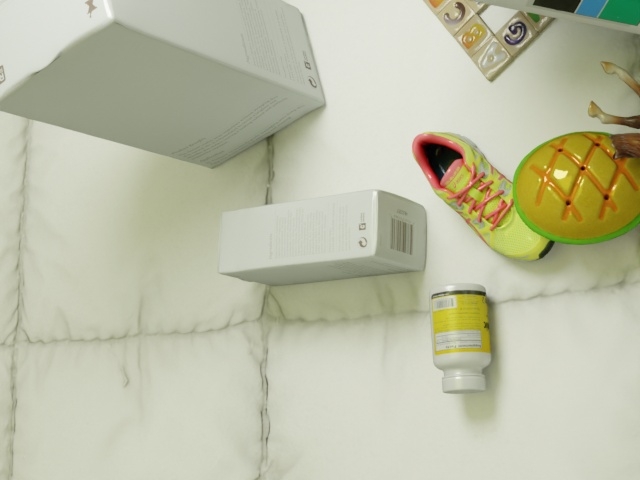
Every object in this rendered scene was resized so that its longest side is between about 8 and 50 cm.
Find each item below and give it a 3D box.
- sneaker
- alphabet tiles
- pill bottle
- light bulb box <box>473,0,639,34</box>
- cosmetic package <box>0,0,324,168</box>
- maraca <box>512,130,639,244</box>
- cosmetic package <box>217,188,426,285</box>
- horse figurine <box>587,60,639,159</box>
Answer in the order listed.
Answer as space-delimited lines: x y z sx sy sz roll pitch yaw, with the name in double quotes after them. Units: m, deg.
0.172 -0.051 1.288 0.208 0.094 0.081 44 105 33 "sneaker"
0.206 -0.336 1.376 0.198 0.009 0.237 -45 58 21 "alphabet tiles"
0.155 0.109 1.285 0.065 0.065 0.116 -11 74 34 "pill bottle"
0.226 -0.417 1.089 0.361 0.225 0.357 12 76 2 "light bulb box"
-0.200 -0.226 1.415 0.217 0.385 0.156 -26 66 29 "cosmetic package"
0.292 -0.059 1.204 0.186 0.099 0.127 -9 70 9 "maraca"
0.000 0.000 1.391 0.231 0.117 0.085 -5 77 34 "cosmetic package"
0.377 -0.184 1.171 0.175 0.066 0.263 19 83 17 "horse figurine"
